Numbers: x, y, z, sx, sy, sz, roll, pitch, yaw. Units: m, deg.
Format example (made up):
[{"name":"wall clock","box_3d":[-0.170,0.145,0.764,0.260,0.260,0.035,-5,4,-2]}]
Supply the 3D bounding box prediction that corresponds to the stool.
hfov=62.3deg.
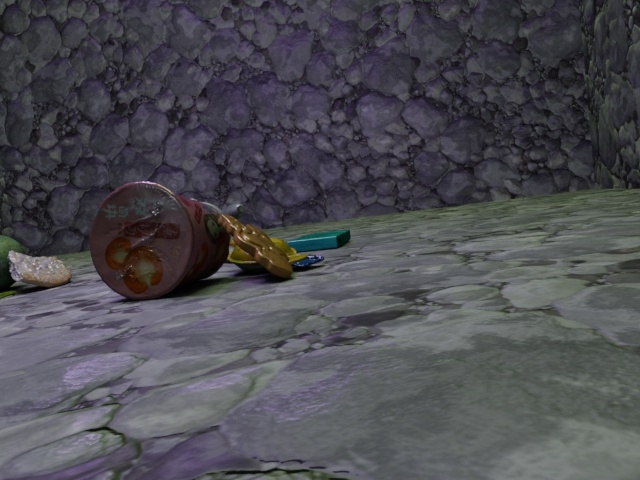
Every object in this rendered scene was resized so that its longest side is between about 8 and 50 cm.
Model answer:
[{"name":"stool","box_3d":[-0.347,-0.025,1.615,0.195,0.195,0.198,5,-2,-24]}]

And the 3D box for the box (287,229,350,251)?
[{"name":"box","box_3d":[0.000,0.000,1.730,0.160,0.042,0.226,-5,6,15]}]

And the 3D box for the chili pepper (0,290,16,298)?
[{"name":"chili pepper","box_3d":[-0.861,0.149,1.430,0.030,0.017,0.083,-6,2,24]}]

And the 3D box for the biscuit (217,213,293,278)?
[{"name":"biscuit","box_3d":[-0.136,0.009,1.159,0.144,0.040,0.236,18,14,-41]}]

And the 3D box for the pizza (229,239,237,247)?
[{"name":"pizza","box_3d":[-0.295,0.018,1.959,0.175,0.046,0.134,-3,7,42]}]

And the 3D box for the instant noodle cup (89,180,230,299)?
[{"name":"instant noodle cup","box_3d":[-0.336,0.002,1.171,0.243,0.243,0.231,-6,-2,14]}]

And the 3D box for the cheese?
[{"name":"cheese","box_3d":[-0.118,0.037,1.289,0.270,0.069,0.177,5,14,39]}]

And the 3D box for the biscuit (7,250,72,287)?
[{"name":"biscuit","box_3d":[-0.849,0.086,1.589,0.188,0.040,0.265,26,5,-6]}]

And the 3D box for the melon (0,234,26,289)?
[{"name":"melon","box_3d":[-1.017,0.070,1.639,0.182,0.182,0.288,-8,7,-2]}]

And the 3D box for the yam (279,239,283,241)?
[{"name":"yam","box_3d":[-0.220,0.010,2.054,0.234,0.027,0.029,-3,-24,46]}]
